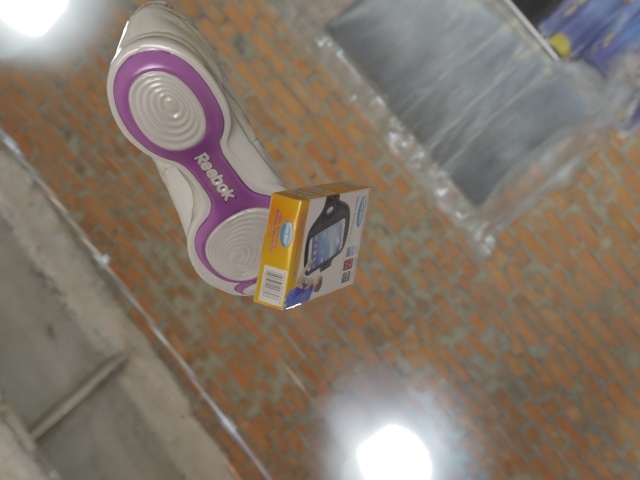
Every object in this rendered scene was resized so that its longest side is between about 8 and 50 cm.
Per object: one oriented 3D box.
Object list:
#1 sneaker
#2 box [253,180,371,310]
[{"bbox_3d":[-0.091,-0.080,0.971,0.152,0.114,0.305,-101,-9,-50],"label":"sneaker"},{"bbox_3d":[0.000,0.000,0.806,0.028,0.081,0.136,16,-166,26],"label":"box"}]
